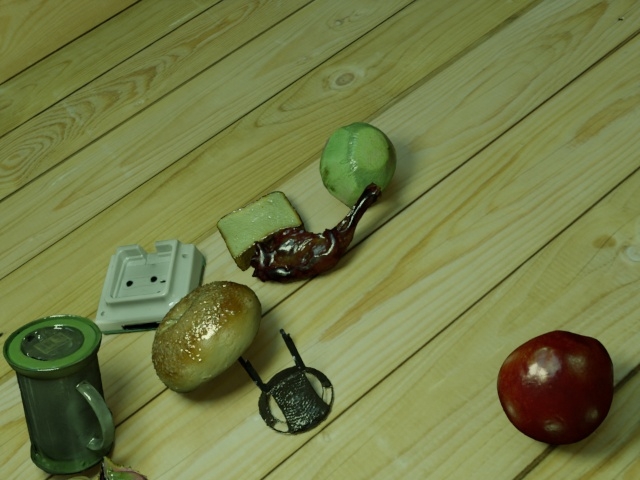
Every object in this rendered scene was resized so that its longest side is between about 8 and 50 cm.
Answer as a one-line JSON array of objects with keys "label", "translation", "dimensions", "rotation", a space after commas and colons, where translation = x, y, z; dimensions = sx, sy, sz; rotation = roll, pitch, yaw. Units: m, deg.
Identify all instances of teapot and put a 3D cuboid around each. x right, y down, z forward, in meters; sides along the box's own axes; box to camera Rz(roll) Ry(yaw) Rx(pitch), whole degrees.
[{"label": "teapot", "translation": [-0.546, 0.364, 1.656], "dimensions": [0.270, 0.337, 0.200], "rotation": [21, 34, 31]}]

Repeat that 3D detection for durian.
[{"label": "durian", "translation": [-0.407, 0.562, 1.606], "dimensions": [0.108, 0.119, 0.186], "rotation": [-1, 39, -34]}]

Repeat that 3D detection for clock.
[{"label": "clock", "translation": [-0.458, 0.119, 1.994], "dimensions": [0.262, 0.116, 0.231], "rotation": [-8, 48, 15]}]

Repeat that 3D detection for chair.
[{"label": "chair", "translation": [-0.078, 0.319, 1.697], "dimensions": [0.174, 0.149, 0.213], "rotation": [-30, 88, -12]}]

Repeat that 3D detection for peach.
[{"label": "peach", "translation": [0.456, 0.277, 1.440], "dimensions": [0.243, 0.243, 0.199], "rotation": [-33, 53, -10]}]

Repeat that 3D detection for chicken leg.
[{"label": "chicken leg", "translation": [0.000, 0.000, 1.920], "dimensions": [0.407, 0.096, 0.158], "rotation": [-32, 69, 13]}]

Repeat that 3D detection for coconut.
[{"label": "coconut", "translation": [0.094, -0.200, 2.019], "dimensions": [0.205, 0.235, 0.236], "rotation": [-32, 45, -27]}]

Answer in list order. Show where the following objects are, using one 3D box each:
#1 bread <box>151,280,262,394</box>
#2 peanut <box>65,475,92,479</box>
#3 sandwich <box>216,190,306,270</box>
[{"label": "bread", "translation": [-0.277, 0.213, 1.753], "dimensions": [0.305, 0.159, 0.305], "rotation": [-37, 24, 19]}, {"label": "peanut", "translation": [-0.566, 0.640, 1.549], "dimensions": [0.153, 0.140, 0.325], "rotation": [-7, 43, 37]}, {"label": "sandwich", "translation": [-0.163, -0.031, 2.055], "dimensions": [0.215, 0.065, 0.186], "rotation": [-30, 46, -7]}]
